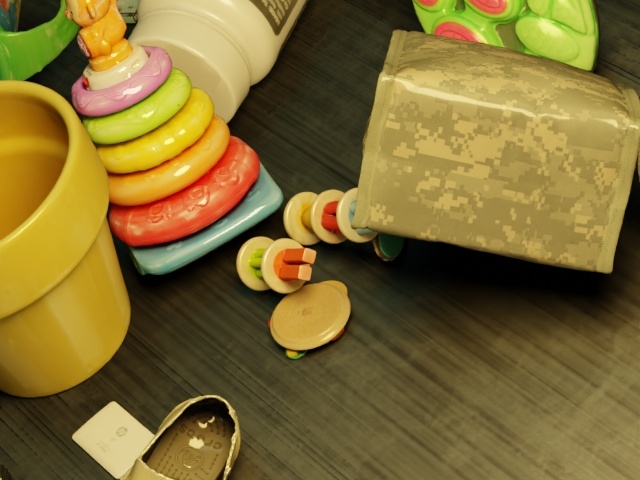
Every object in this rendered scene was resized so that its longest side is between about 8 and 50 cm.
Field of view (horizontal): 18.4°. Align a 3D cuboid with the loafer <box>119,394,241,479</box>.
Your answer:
[{"bbox_3d":[-0.141,0.235,1.703,0.102,0.092,0.268,19,53,2],"label":"loafer"}]

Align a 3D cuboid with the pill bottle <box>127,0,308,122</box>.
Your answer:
[{"bbox_3d":[-0.100,-0.267,2.137,0.161,0.161,0.283,5,51,29],"label":"pill bottle"}]

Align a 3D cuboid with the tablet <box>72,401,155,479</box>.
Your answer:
[{"bbox_3d":[-0.192,0.187,1.857,0.054,0.006,0.083,-41,46,-16],"label":"tablet"}]

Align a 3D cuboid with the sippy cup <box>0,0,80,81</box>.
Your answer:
[{"bbox_3d":[-0.442,-0.244,2.250,0.305,0.240,0.224,23,36,-11],"label":"sippy cup"}]

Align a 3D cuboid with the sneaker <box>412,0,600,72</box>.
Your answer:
[{"bbox_3d":[0.154,-0.334,2.055,0.185,0.202,0.483,-53,56,30],"label":"sneaker"}]

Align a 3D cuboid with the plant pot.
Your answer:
[{"bbox_3d":[-0.300,0.016,1.902,0.254,0.239,0.254,-14,44,14],"label":"plant pot"}]

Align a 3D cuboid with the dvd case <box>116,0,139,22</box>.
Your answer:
[{"bbox_3d":[-0.232,-0.301,2.341,0.087,0.013,0.119,4,52,28],"label":"dvd case"}]

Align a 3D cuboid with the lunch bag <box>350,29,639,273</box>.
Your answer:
[{"bbox_3d":[0.160,-0.094,1.796,0.235,0.169,0.287,11,19,3],"label":"lunch bag"}]

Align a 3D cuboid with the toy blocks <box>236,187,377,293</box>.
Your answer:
[{"bbox_3d":[0.000,0.000,1.868,0.123,0.054,0.148,-45,20,-23],"label":"toy blocks"}]

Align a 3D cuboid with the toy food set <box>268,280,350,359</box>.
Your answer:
[{"bbox_3d":[-0.010,0.073,1.871,0.082,0.020,0.083,-21,44,6],"label":"toy food set"}]

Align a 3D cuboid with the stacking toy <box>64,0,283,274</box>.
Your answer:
[{"bbox_3d":[-0.176,-0.130,1.930,0.165,0.302,0.175,-29,28,-4],"label":"stacking toy"}]

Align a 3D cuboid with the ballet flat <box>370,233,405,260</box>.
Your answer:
[{"bbox_3d":[0.065,-0.020,1.919,0.041,0.041,0.114,-2,48,23],"label":"ballet flat"}]

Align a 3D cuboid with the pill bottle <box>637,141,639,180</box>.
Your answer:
[{"bbox_3d":[0.435,-0.074,1.696,0.301,0.169,0.169,7,52,30],"label":"pill bottle"}]

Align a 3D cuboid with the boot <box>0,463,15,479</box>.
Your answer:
[{"bbox_3d":[-0.309,0.258,1.765,0.099,0.121,0.045,-16,41,2],"label":"boot"}]
